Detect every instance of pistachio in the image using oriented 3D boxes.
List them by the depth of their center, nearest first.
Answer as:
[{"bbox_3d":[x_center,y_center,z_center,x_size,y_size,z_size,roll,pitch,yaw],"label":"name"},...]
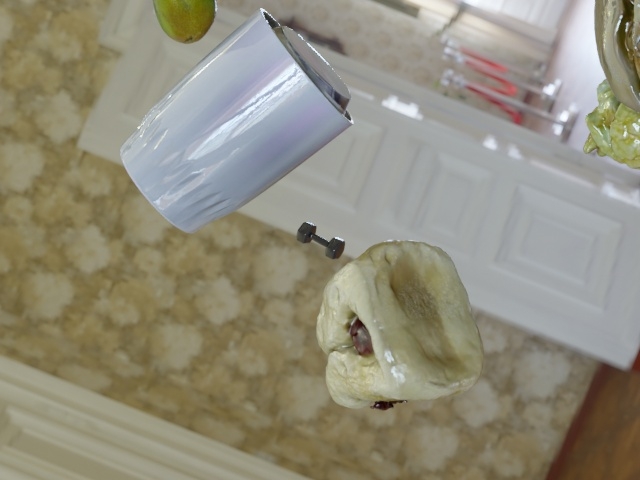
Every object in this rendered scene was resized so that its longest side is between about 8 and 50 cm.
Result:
[{"bbox_3d":[0.417,-0.268,1.439,0.166,0.197,0.287,-12,61,40],"label":"pistachio"}]

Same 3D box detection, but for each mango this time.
[{"bbox_3d":[-0.256,-0.465,2.283,0.232,0.125,0.111,98,-179,-50],"label":"mango"}]

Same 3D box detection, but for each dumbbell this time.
[{"bbox_3d":[0.000,0.000,2.034,0.036,0.083,0.040,-65,-21,10],"label":"dumbbell"}]

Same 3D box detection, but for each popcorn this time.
[{"bbox_3d":[0.557,-0.214,2.129,0.185,0.167,0.187,-58,26,-5],"label":"popcorn"}]

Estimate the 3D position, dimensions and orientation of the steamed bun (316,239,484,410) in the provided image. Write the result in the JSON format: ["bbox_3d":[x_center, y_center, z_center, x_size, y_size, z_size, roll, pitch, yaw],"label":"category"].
[{"bbox_3d":[0.062,0.102,1.229,0.155,0.141,0.172,-40,60,43],"label":"steamed bun"}]

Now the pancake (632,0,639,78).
[{"bbox_3d":[0.498,-0.225,1.201,0.382,0.382,0.071,-68,-10,25],"label":"pancake"}]

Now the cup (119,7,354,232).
[{"bbox_3d":[-0.146,-0.202,2.089,0.372,0.253,0.253,-38,5,9],"label":"cup"}]
